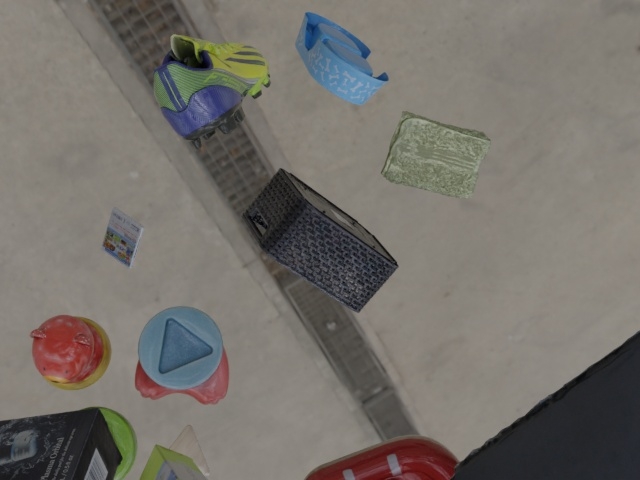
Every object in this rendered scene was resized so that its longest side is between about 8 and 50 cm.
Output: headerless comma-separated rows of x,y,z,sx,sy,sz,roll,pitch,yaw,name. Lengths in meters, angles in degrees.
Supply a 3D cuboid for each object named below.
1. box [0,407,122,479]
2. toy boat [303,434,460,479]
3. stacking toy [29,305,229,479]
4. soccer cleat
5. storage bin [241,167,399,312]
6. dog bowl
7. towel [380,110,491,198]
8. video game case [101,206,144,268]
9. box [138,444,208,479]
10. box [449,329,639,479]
-0.343,0.294,1.131,0.158,0.156,0.093,-9,121,9,box
0.089,0.356,1.220,0.231,0.151,0.151,-21,108,-1,toy boat
-0.295,0.235,1.446,0.309,0.279,0.130,-3,163,-5,stacking toy
-0.132,-0.211,1.149,0.093,0.289,0.121,-26,110,17,soccer cleat
0.000,0.000,1.213,0.180,0.122,0.084,33,101,-33,storage bin
0.035,-0.375,1.949,0.166,0.297,0.074,22,114,-27,dog bowl
0.170,-0.122,1.385,0.148,0.027,0.110,14,105,-13,towel
-0.447,-0.005,2.120,0.011,0.087,0.122,-39,158,-54,video game case
-0.113,0.227,0.693,0.042,0.178,0.109,27,83,-18,box
0.439,0.374,0.871,0.297,0.479,0.472,-43,139,21,box
